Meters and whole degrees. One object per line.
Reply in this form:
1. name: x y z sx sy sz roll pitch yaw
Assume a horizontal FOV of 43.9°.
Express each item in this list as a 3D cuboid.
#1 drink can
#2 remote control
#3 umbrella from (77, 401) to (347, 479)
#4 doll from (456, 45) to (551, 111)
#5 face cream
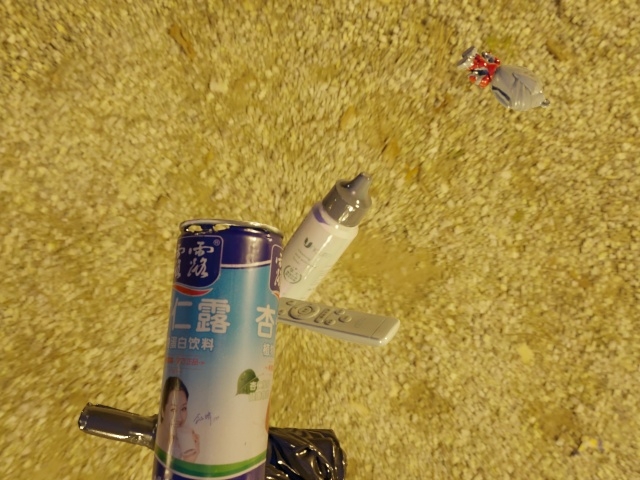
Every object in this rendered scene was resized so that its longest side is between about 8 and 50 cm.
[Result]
1. drink can: -0.086 0.105 0.672 0.097 0.097 0.235 6 79 -2
2. remote control: 0.012 0.104 1.009 0.184 0.050 0.027 9 121 32
3. umbrella: -0.131 0.260 0.995 0.340 0.118 0.118 17 87 -9
4. doll: 0.328 -0.284 1.411 0.180 0.079 0.094 32 68 4
5. face cream: 0.000 0.000 1.349 0.092 0.092 0.311 37 125 0
